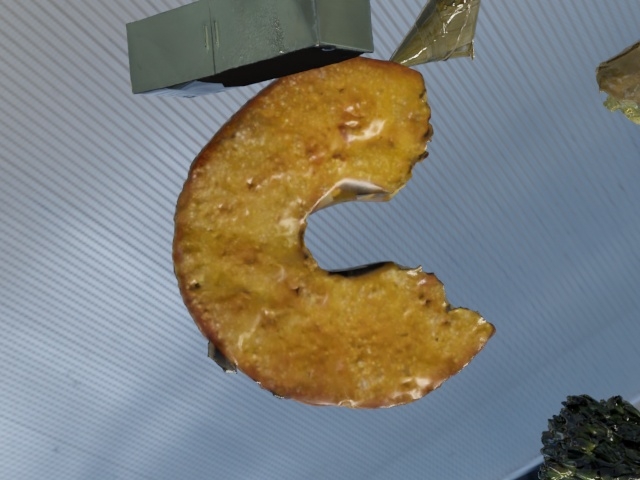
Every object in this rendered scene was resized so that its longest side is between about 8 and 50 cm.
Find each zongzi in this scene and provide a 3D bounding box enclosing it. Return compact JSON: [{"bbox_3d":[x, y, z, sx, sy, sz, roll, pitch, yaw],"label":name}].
[{"bbox_3d":[0.176,-0.352,1.340,0.176,0.078,0.160,-16,124,-34],"label":"zongzi"}]

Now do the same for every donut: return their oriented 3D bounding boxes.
[{"bbox_3d":[0.000,0.000,1.096,0.378,0.435,0.163,-5,170,-11],"label":"donut"}]

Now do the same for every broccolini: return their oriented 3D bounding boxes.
[{"bbox_3d":[0.219,0.141,0.491,0.091,0.203,0.068,-48,128,-33],"label":"broccolini"}]

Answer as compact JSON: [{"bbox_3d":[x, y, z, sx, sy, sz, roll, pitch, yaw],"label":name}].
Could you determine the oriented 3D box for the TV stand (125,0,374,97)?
[{"bbox_3d":[-0.078,-0.203,0.863,0.270,0.082,0.088,-5,180,42],"label":"TV stand"}]

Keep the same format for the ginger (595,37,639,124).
[{"bbox_3d":[0.333,-0.202,0.541,0.166,0.375,0.236,28,77,-24],"label":"ginger"}]
